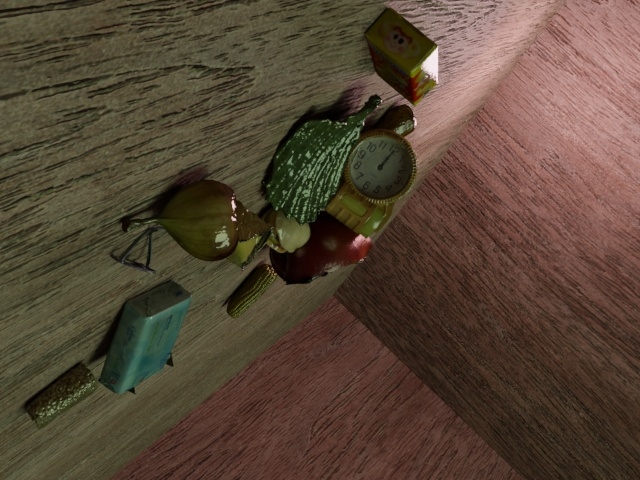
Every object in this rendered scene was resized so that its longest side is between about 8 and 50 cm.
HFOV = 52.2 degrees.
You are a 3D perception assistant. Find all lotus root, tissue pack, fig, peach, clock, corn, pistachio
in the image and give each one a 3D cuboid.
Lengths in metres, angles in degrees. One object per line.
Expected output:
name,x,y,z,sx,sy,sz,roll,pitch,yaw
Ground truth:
lotus root,0.221,-0.349,2.075,0.191,0.094,0.108,-42,135,0
tissue pack,-0.428,0.241,1.609,0.177,0.089,0.263,-27,150,-59
fig,-0.245,-0.041,1.238,0.231,0.143,0.160,5,86,-64
peach,0.000,0.000,2.078,0.362,0.201,0.258,-20,-173,-27
clock,0.150,-0.194,2.000,0.317,0.244,0.200,-54,-171,12
corn,-0.241,0.174,2.251,0.231,0.080,0.080,-46,170,8
pistachio,-0.108,-0.040,1.863,0.200,0.117,0.145,24,68,-57

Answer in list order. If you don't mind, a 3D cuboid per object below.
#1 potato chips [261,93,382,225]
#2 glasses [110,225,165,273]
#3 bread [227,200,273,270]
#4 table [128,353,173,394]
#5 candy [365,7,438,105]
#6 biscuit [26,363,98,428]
potato chips,0.011,-0.208,1.695,0.373,0.097,0.389,-33,158,-38
glasses,-0.349,0.007,1.297,0.140,0.063,0.103,37,75,-80
bread,-0.197,-0.031,1.463,0.152,0.147,0.127,-48,160,-29
table,-0.482,0.309,1.794,0.146,0.063,0.175,-35,133,-48
candy,0.196,-0.422,1.529,0.088,0.146,0.276,-47,171,4
biscuit,-0.603,0.364,1.529,0.168,0.070,0.082,-37,158,-33
